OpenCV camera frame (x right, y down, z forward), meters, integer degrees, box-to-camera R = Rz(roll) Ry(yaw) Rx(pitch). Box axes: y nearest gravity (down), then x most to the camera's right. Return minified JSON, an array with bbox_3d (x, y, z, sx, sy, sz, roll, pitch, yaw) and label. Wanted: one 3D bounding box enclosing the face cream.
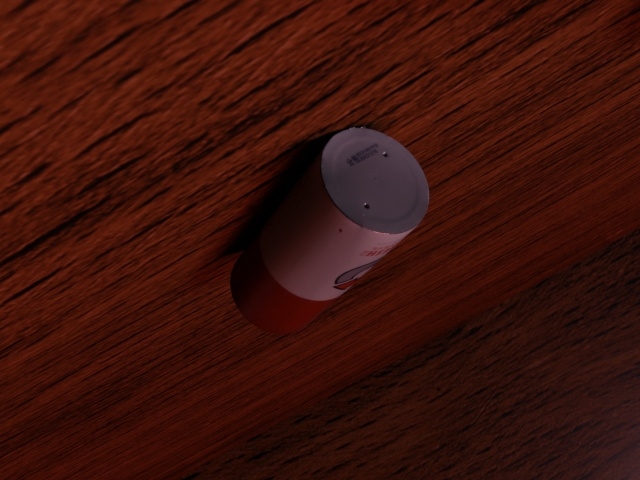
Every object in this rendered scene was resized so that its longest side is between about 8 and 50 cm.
[{"bbox_3d":[0.000,0.000,0.785,0.095,0.096,0.214,-18,162,-34],"label":"face cream"}]
